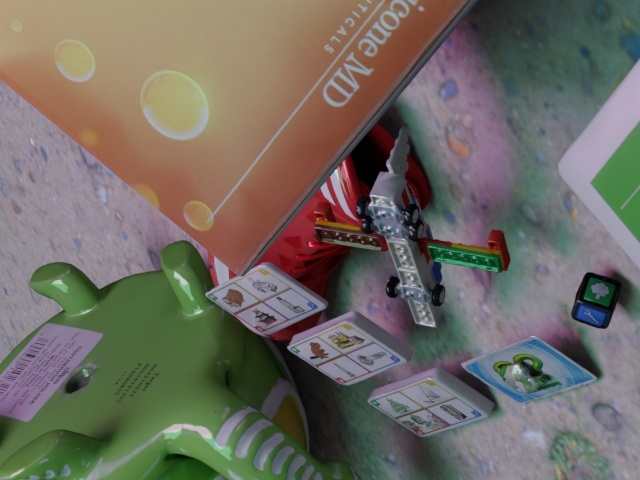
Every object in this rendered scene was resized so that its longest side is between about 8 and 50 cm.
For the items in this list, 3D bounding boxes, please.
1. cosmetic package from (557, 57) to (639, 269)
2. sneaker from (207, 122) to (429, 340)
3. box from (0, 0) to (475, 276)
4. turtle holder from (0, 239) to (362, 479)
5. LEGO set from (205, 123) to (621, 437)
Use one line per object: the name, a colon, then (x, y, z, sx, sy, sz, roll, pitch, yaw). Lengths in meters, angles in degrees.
cosmetic package: (0.282, 0.033, 0.567, 0.365, 0.155, 0.197, 52, 145, 17)
sneaker: (0.000, 0.000, 1.020, 0.128, 0.087, 0.221, 29, 146, 33)
box: (-0.084, -0.191, 0.753, 0.345, 0.168, 0.215, 39, 124, -2)
turtle holder: (-0.101, 0.144, 1.177, 0.320, 0.243, 0.227, -20, 123, 28)
LEGO set: (0.065, 0.032, 0.960, 0.182, 0.060, 0.244, 34, 150, -17)
